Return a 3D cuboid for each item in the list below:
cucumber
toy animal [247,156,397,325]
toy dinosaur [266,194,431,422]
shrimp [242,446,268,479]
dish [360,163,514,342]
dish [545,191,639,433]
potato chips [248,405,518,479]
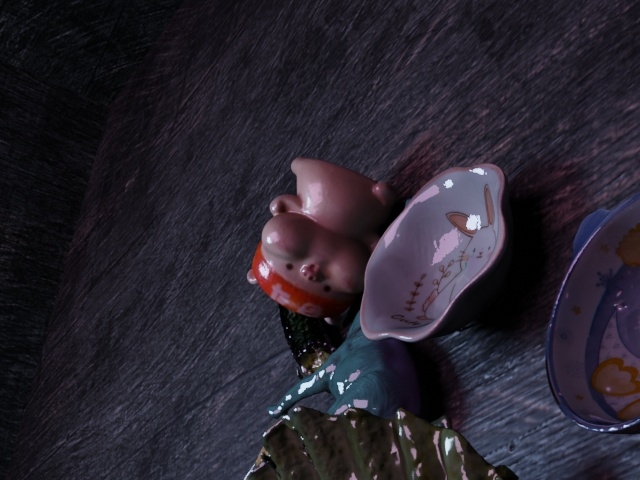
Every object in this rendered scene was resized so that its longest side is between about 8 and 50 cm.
[{"bbox_3d":[-0.023,0.115,1.603,0.067,0.067,0.245,-61,23,17],"label":"cucumber"},{"bbox_3d":[0.000,0.000,1.544,0.198,0.171,0.171,-67,21,-7],"label":"toy animal"},{"bbox_3d":[0.089,0.125,1.304,0.331,0.129,0.383,-57,25,5],"label":"toy dinosaur"},{"bbox_3d":[-0.101,0.411,1.509,0.233,0.071,0.365,158,131,-74],"label":"shrimp"},{"bbox_3d":[0.142,0.029,1.266,0.229,0.081,0.229,-42,29,29],"label":"dish"},{"bbox_3d":[0.279,0.057,0.913,0.228,0.086,0.236,-43,31,44],"label":"dish"},{"bbox_3d":[0.051,0.334,1.066,0.373,0.097,0.389,-54,49,33],"label":"potato chips"}]
